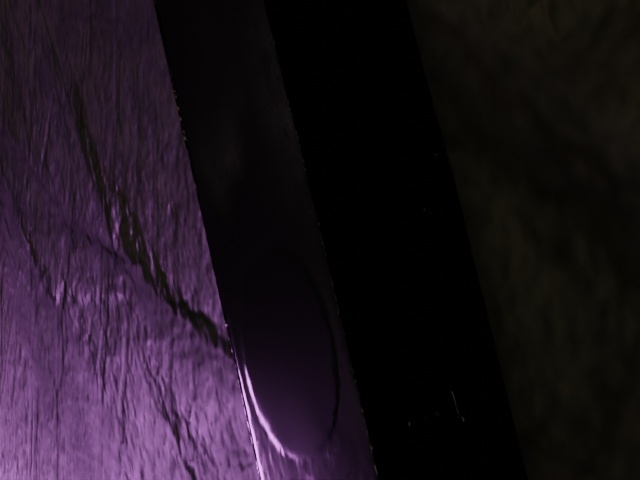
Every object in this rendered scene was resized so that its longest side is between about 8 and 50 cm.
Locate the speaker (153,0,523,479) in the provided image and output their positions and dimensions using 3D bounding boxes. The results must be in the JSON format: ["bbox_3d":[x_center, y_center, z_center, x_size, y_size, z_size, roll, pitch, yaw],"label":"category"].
[{"bbox_3d":[0.000,0.000,0.352,0.082,0.044,0.218,-34,66,60],"label":"speaker"}]
